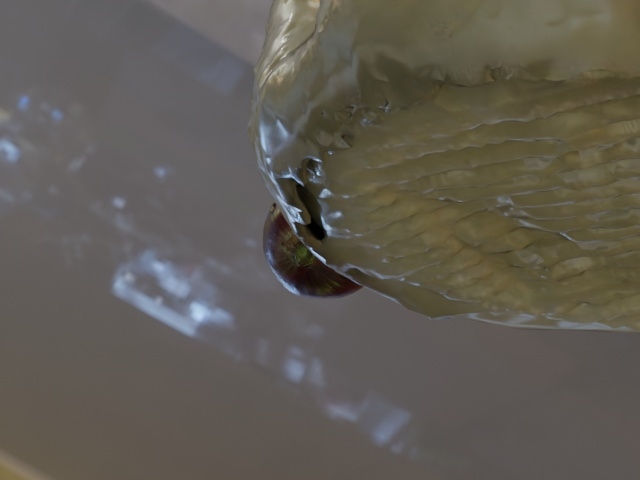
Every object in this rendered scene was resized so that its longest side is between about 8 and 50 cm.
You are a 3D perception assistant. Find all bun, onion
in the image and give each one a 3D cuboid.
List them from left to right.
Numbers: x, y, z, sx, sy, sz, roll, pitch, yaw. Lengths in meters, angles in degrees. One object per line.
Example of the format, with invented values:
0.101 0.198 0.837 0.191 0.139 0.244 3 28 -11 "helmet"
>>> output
0.000 0.000 1.798 0.117 0.119 0.118 55 -38 13 "onion"
0.136 -0.093 0.967 0.360 0.211 0.359 4 -26 2 "bun"
